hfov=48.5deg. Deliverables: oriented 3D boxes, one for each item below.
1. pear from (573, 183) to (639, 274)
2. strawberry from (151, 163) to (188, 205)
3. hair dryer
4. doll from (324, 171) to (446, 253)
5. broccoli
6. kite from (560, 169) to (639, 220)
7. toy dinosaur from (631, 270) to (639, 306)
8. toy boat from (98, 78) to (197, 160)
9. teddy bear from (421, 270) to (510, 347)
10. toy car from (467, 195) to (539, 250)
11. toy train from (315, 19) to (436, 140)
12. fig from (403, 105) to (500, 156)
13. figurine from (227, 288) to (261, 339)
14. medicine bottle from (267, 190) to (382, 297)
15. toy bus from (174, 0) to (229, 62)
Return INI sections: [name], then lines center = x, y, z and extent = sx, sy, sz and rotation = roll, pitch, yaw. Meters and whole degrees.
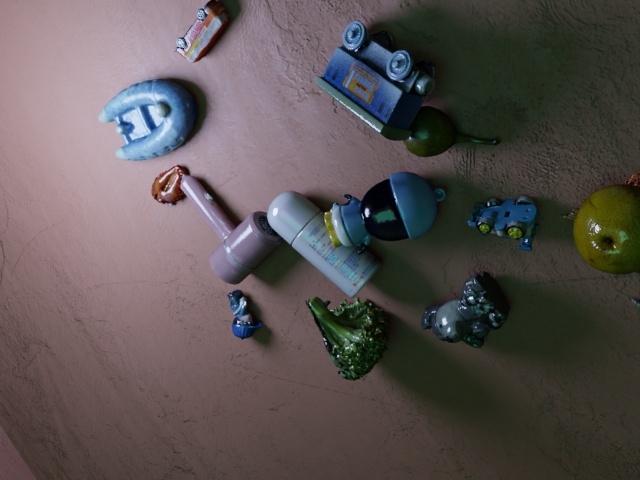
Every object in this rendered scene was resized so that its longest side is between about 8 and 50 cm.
[pear]
center = 0.672, -0.021, 1.592
extent = 0.209, 0.209, 0.208
rotation = 8, 113, 21
[strawberry]
center = -0.451, -0.163, 2.124
extent = 0.104, 0.048, 0.152
rotation = 36, 123, 3
[hair dryer]
center = -0.283, -0.068, 2.054
extent = 0.210, 0.125, 0.352
rotation = -43, 84, 29
[doll]
center = 0.169, -0.073, 1.821
extent = 0.314, 0.141, 0.177
rotation = -17, 88, 13
[broccoli]
center = 0.096, 0.240, 1.952
extent = 0.180, 0.242, 0.273
rotation = -24, 106, 7
[kite]
center = 0.697, -0.066, 1.680
extent = 0.222, 0.008, 0.125
rotation = -35, 94, 30
[toy dinosaur]
center = 0.839, 0.110, 1.654
extent = 0.251, 0.072, 0.199
rotation = 36, 110, 19
[toy boat]
center = -0.505, -0.341, 2.036
extent = 0.330, 0.123, 0.215
rotation = -12, 103, 28
[teddy bear]
center = 0.387, 0.209, 1.849
extent = 0.171, 0.144, 0.251
rotation = 34, 123, -8
[toy car]
center = 0.452, -0.036, 1.743
extent = 0.161, 0.126, 0.098
rotation = -1, 127, 30
[toy train]
center = 0.130, -0.384, 1.688
extent = 0.299, 0.131, 0.202
rotation = 45, 117, 36
[fig]
center = 0.318, -0.259, 1.732
extent = 0.236, 0.124, 0.124
rotation = 5, 114, -4
[figurine]
center = -0.241, 0.227, 2.168
extent = 0.086, 0.087, 0.149
rotation = 0, 114, 64
[medicine bottle]
center = 0.000, 0.000, 1.940
extent = 0.341, 0.130, 0.130
rotation = 41, 120, 3
[toy bus]
center = -0.312, -0.556, 1.896
extent = 0.077, 0.079, 0.174
rotation = 42, 120, -6
